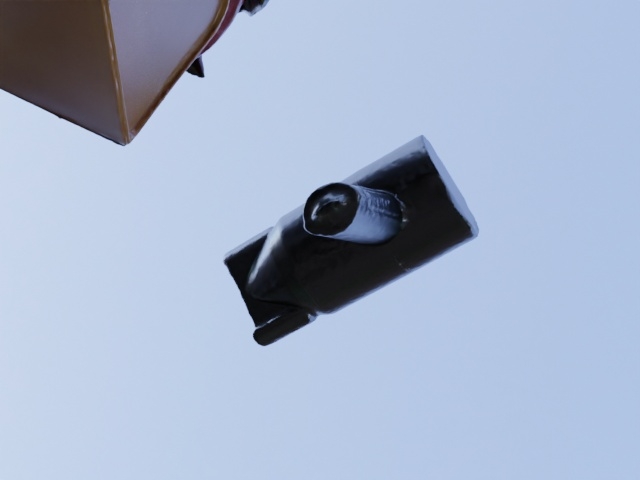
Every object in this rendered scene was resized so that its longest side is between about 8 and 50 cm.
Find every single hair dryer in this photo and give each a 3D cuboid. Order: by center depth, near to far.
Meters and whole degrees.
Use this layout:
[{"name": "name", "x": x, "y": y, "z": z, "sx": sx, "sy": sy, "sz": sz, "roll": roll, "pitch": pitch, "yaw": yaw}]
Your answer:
[{"name": "hair dryer", "x": 0.000, "y": 0.000, "z": 1.039, "sx": 0.244, "sy": 0.302, "sz": 0.116, "roll": -31, "pitch": -100, "yaw": 11}]

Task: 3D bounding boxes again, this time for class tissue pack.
[{"name": "tissue pack", "x": -0.208, "y": -0.214, "z": 0.729, "sx": 0.274, "sy": 0.145, "sz": 0.194, "roll": 26, "pitch": -32, "yaw": 13}]

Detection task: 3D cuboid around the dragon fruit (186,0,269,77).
[{"name": "dragon fruit", "x": -0.173, "y": -0.261, "z": 1.088, "sx": 0.290, "sy": 0.290, "sz": 0.189, "roll": -34, "pitch": -116, "yaw": 14}]
